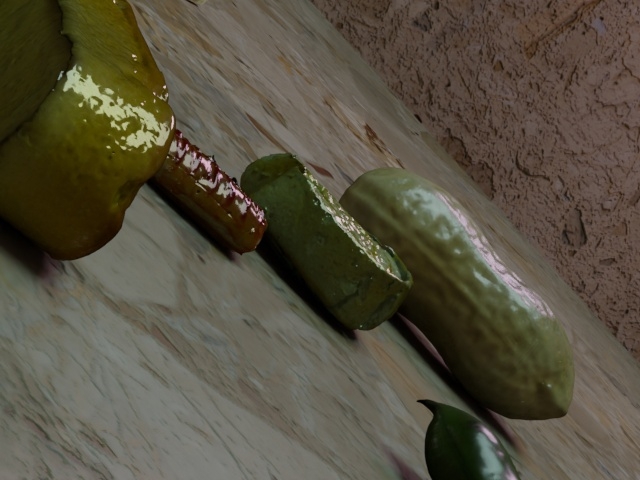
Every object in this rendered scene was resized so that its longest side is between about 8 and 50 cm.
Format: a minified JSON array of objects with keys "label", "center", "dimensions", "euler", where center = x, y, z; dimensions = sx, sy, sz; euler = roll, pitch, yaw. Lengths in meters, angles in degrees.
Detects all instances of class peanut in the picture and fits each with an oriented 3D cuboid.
[{"label":"peanut","center":[0.118,0.052,1.595],"dimensions":[0.274,0.111,0.125],"euler":[49,-7,-4]}]

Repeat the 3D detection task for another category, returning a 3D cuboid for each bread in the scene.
[{"label":"bread","center":[-0.138,-0.077,0.960],"dimensions":[0.094,0.102,0.245],"euler":[39,10,-26]},{"label":"bread","center":[0.000,0.000,1.386],"dimensions":[0.156,0.064,0.117],"euler":[46,4,1]}]

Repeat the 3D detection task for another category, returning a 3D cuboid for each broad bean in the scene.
[{"label":"broad bean","center":[0.140,0.220,1.112],"dimensions":[0.318,0.056,0.098],"euler":[57,6,26]}]

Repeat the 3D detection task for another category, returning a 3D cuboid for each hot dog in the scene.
[{"label":"hot dog","center":[-0.091,-0.047,1.245],"dimensions":[0.144,0.038,0.062],"euler":[44,10,-18]}]

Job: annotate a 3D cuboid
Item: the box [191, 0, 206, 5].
[{"label":"box","center":[-0.171,-0.310,2.112],"dimensions":[0.093,0.015,0.058],"euler":[49,11,12]}]
